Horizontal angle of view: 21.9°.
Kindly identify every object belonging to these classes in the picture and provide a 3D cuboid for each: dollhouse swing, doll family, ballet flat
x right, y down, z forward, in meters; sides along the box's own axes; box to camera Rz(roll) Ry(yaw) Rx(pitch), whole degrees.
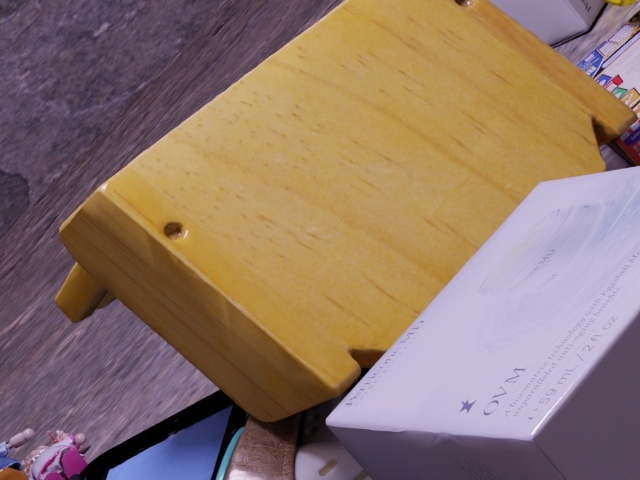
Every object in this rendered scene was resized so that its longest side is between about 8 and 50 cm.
[{"bbox_3d":[0.000,0.000,1.309,0.347,0.315,0.305,-41,-18,-31],"label":"dollhouse swing"},{"bbox_3d":[-0.364,0.274,1.727,0.263,0.118,0.163,-50,18,-16],"label":"doll family"},{"bbox_3d":[0.003,0.153,1.221,0.124,0.116,0.342,-12,30,19],"label":"ballet flat"}]

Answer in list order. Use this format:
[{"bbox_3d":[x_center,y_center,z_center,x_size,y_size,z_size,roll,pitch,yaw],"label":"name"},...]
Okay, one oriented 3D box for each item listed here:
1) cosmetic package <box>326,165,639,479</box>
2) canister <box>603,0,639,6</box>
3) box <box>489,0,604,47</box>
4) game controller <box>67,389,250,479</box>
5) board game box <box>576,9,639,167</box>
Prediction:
[{"bbox_3d":[0.160,0.075,0.949,0.224,0.138,0.225,-46,15,-22],"label":"cosmetic package"},{"bbox_3d":[0.309,-0.254,1.386,0.170,0.073,0.126,-18,18,-5],"label":"canister"},{"bbox_3d":[0.234,-0.319,1.697,0.127,0.148,0.232,-20,30,52],"label":"box"},{"bbox_3d":[-0.133,0.216,1.429,0.319,0.067,0.166,-31,21,38],"label":"game controller"},{"bbox_3d":[0.278,-0.138,1.350,0.147,0.045,0.193,-42,17,7],"label":"board game box"}]
